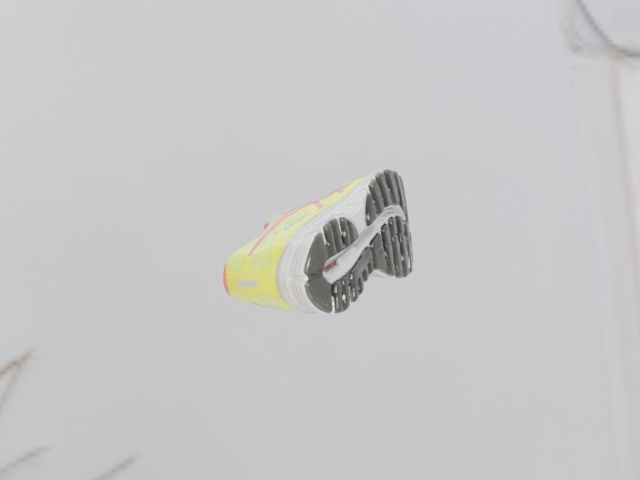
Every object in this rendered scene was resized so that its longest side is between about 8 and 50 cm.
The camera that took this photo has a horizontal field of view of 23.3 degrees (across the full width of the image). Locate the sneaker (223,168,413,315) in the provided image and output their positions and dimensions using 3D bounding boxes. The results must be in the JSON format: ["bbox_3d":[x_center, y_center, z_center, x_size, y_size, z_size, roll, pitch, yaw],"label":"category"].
[{"bbox_3d":[0.000,0.000,1.103,0.094,0.208,0.081,-6,-82,27],"label":"sneaker"}]
